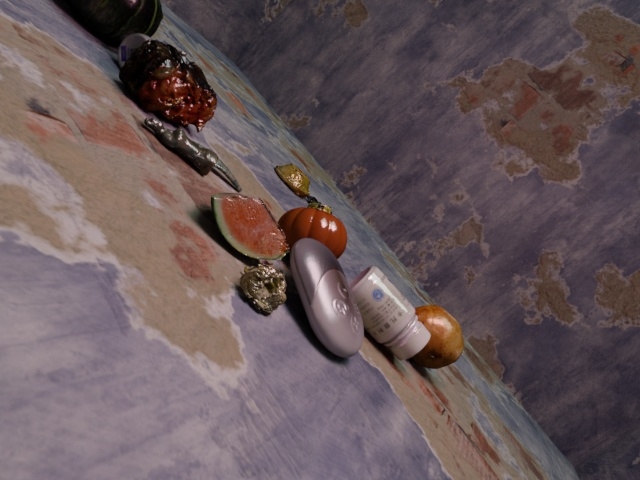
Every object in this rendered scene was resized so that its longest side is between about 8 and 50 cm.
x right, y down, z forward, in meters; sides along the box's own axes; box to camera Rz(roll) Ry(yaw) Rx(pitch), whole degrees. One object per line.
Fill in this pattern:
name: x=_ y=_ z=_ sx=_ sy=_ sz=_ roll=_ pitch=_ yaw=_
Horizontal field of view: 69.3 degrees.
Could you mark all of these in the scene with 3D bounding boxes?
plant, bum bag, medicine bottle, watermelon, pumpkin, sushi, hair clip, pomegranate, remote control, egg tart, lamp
plant: x=-0.137 y=0.100 z=1.029 sx=0.122 sy=0.104 sz=0.116 roll=16 pitch=-59 yaw=51
bum bag: x=0.001 y=-0.174 z=2.318 sx=0.087 sy=0.049 sz=0.198 roll=50 pitch=12 yaw=32
medicine bottle: x=0.209 y=0.238 z=1.504 sx=0.293 sy=0.170 sz=0.170 roll=49 pitch=12 yaw=-2
medicine bottle: x=-0.536 y=-0.568 z=1.505 sx=0.135 sy=0.135 sz=0.215 roll=51 pitch=13 yaw=11
watermelon: x=-0.197 y=-0.034 z=1.162 sx=0.146 sy=0.128 sz=0.231 roll=15 pitch=-39 yaw=60
pumpkin: x=-0.667 y=-0.787 z=1.486 sx=0.323 sy=0.241 sz=0.323 roll=47 pitch=13 yaw=-15
sushi: x=-0.441 y=-0.468 z=1.397 sx=0.182 sy=0.196 sz=0.343 roll=43 pitch=11 yaw=12
hair clip: x=-0.325 y=-0.234 z=1.438 sx=0.229 sy=0.036 sz=0.066 roll=42 pitch=20 yaw=-26
pomegranate: x=0.405 y=0.353 z=1.701 sx=0.248 sy=0.248 sz=0.248 roll=45 pitch=13 yaw=-13
remote control: x=0.018 y=0.143 z=1.205 sx=0.221 sy=0.103 sz=0.332 roll=17 pitch=47 yaw=-61
egg tart: x=-0.120 y=-0.297 z=2.213 sx=0.212 sy=0.090 sz=0.212 roll=43 pitch=10 yaw=-10
lamp: x=-0.027 y=-0.013 z=1.405 sx=0.223 sy=0.196 sz=0.223 roll=16 pitch=-10 yaw=3

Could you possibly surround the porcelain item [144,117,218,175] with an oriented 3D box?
porcelain item: x=-0.391 y=-0.272 z=1.289 sx=0.216 sy=0.069 sz=0.081 roll=35 pitch=22 yaw=-30
